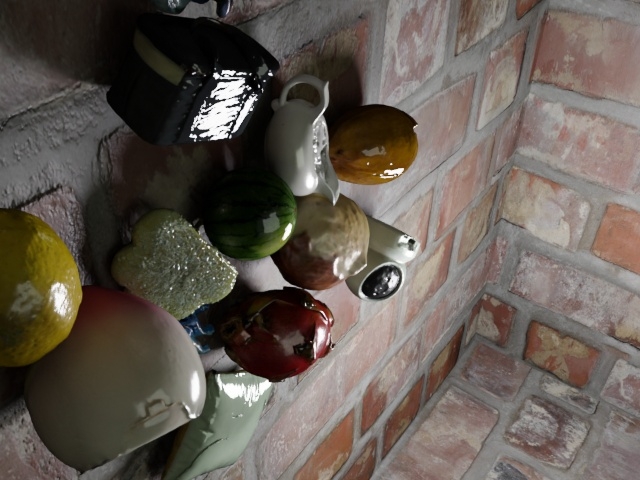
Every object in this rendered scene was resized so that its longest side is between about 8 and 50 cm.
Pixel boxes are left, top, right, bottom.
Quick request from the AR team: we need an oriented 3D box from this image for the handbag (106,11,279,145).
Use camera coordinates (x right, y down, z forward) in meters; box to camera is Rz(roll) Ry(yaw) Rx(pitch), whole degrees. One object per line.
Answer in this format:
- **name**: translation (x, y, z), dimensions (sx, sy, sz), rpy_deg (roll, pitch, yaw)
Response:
- **handbag**: translation (-0.200, -0.266, 1.094), dimensions (0.254, 0.181, 0.181), rpy_deg (-15, 145, -55)

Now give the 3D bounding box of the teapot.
- **teapot**: translation (-0.036, -0.207, 1.460), dimensions (0.204, 0.139, 0.298), rpy_deg (-64, 152, -46)

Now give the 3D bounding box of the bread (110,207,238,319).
- **bread**: translation (-0.284, 0.068, 1.304), dimensions (0.207, 0.056, 0.286), rpy_deg (-43, 139, 0)

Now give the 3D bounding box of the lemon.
- **lemon**: translation (-0.434, 0.064, 0.941), dimensions (0.204, 0.204, 0.260), rpy_deg (-47, 149, -31)

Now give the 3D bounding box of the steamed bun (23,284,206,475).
- **steamed bun**: translation (-0.356, 0.211, 1.164), dimensions (0.309, 0.309, 0.309), rpy_deg (-42, 145, -38)

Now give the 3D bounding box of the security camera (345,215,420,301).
- **security camera**: translation (0.167, 0.066, 2.048), dimensions (0.236, 0.194, 0.194), rpy_deg (-62, 154, 6)

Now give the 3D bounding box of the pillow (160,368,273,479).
- **pillow**: translation (-0.244, 0.448, 1.697), dimensions (0.310, 0.119, 0.312), rpy_deg (12, 101, -66)

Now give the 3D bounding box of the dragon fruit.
- **dragon fruit**: translation (-0.099, 0.221, 1.643), dimensions (0.250, 0.250, 0.315), rpy_deg (-64, 161, -2)

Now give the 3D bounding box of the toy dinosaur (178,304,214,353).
- **toy dinosaur**: translation (-0.290, 0.202, 1.461), dimensions (0.144, 0.076, 0.329), rpy_deg (4, 106, -54)

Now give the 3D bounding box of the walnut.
- **walnut**: translation (0.112, -0.230, 1.686), dimensions (0.336, 0.209, 0.209), rpy_deg (-19, 129, -46)

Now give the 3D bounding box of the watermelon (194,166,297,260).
- **watermelon**: translation (-0.155, -0.054, 1.382), dimensions (0.188, 0.214, 0.188), rpy_deg (-3, 90, -83)

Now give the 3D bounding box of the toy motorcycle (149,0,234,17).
- **toy motorcycle**: translation (-0.198, -0.492, 0.981), dimensions (0.182, 0.241, 0.319), rpy_deg (0, 122, -17)

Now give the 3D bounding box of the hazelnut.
- **hazelnut**: translation (0.000, 0.000, 1.629), dimensions (0.261, 0.241, 0.261), rpy_deg (-49, 155, -31)
